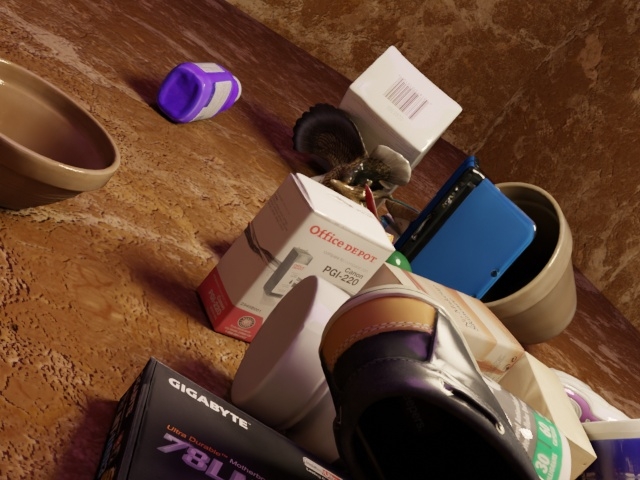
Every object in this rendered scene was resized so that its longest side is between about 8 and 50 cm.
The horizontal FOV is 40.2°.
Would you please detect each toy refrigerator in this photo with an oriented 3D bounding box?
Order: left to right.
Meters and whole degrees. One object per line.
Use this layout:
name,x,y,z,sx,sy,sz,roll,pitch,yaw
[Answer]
toy refrigerator,0.382,0.313,1.518,0.094,0.102,0.269,35,17,-12

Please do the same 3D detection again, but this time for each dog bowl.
dog bowl,0.571,0.363,1.501,0.265,0.265,0.104,17,67,-51

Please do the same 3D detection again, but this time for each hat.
hat,0.146,0.028,1.590,0.173,0.183,0.208,45,24,28

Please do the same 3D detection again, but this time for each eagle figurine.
eagle figurine,0.051,-0.152,1.886,0.225,0.226,0.298,13,29,-12

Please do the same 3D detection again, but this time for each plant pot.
plant pot,-0.370,-0.115,1.045,0.237,0.110,0.237,36,17,-13
plant pot,0.427,0.080,1.931,0.280,0.323,0.323,47,8,-41

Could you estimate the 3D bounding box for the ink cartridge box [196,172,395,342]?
ink cartridge box,-0.033,0.038,1.162,0.158,0.218,0.092,25,22,-38

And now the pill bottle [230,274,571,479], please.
pill bottle,0.090,0.208,1.009,0.361,0.204,0.204,35,17,-13

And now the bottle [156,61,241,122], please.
bottle,-0.236,-0.306,1.790,0.092,0.118,0.283,39,18,3

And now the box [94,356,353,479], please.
box,-0.063,0.269,0.771,0.295,0.073,0.293,36,18,-15

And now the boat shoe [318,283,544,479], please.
boat shoe,0.147,0.273,0.838,0.500,0.187,0.156,61,14,-22

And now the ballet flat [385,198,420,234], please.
ballet flat,0.215,-0.029,1.903,0.206,0.067,0.073,24,-12,32

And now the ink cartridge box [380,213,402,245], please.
ink cartridge box,0.172,0.001,1.965,0.122,0.052,0.088,41,18,10

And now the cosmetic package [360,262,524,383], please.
cosmetic package,0.189,0.156,1.471,0.296,0.129,0.153,20,25,-45

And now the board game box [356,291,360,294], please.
board game box,-0.024,0.048,1.390,0.170,0.048,0.141,22,19,-12

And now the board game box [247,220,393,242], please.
board game box,0.000,0.000,1.354,0.147,0.045,0.193,27,25,30

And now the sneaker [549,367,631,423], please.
sneaker,0.563,0.358,1.751,0.305,0.114,0.152,39,18,-1

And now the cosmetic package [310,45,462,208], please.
cosmetic package,0.137,-0.238,1.992,0.217,0.156,0.385,43,-21,1

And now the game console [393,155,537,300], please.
game console,0.270,0.006,1.740,0.173,0.293,0.250,39,18,-1
